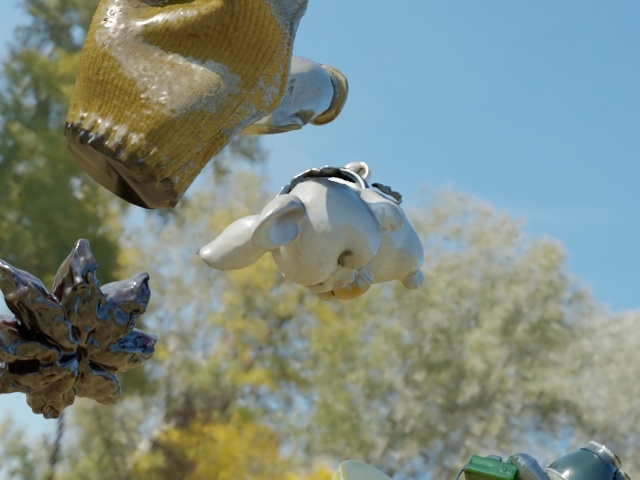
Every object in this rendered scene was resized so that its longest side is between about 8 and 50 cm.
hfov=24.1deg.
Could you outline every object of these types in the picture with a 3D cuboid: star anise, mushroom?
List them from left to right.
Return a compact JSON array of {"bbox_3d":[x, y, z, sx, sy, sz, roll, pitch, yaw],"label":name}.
[{"bbox_3d":[-0.301,0.123,1.747,0.109,0.236,0.223,-117,-161,-47],"label":"star anise"},{"bbox_3d":[-0.041,-0.179,1.846,0.096,0.108,0.247,33,24,17],"label":"mushroom"}]

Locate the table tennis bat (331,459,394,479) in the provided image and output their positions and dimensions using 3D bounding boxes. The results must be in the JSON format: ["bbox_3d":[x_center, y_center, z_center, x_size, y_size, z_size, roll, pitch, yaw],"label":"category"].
[{"bbox_3d":[0.078,0.321,1.572,0.224,0.054,0.369,46,9,16],"label":"table tennis bat"}]

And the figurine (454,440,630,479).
[{"bbox_3d":[0.195,0.264,1.352,0.126,0.192,0.147,28,-24,51],"label":"figurine"}]

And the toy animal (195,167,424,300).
[{"bbox_3d":[0.007,-0.001,1.986,0.325,0.154,0.208,8,-20,-34],"label":"toy animal"}]

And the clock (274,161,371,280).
[{"bbox_3d":[0.004,-0.038,2.186,0.156,0.229,0.063,16,-34,30],"label":"clock"}]

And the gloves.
[{"bbox_3d":[-0.111,-0.200,1.407,0.203,0.356,0.155,24,-2,37],"label":"gloves"}]
